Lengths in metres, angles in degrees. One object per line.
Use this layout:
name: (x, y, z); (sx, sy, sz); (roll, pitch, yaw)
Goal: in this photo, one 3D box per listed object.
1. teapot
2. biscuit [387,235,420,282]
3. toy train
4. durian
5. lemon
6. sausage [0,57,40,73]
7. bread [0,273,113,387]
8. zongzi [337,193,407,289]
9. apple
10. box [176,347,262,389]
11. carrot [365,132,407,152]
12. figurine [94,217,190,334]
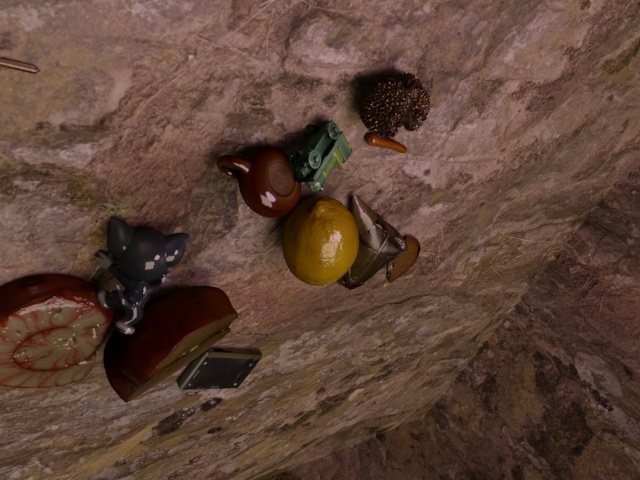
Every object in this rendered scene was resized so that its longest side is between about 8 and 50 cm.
teapot: (-0.154, -0.147, 1.177); (0.252, 0.178, 0.135); (23, 153, -39)
biscuit: (0.315, 0.075, 1.858); (0.176, 0.031, 0.228); (10, 124, -43)
toy train: (0.002, -0.213, 1.200); (0.132, 0.083, 0.200); (56, 52, -36)
durian: (0.196, -0.349, 1.200); (0.196, 0.167, 0.196); (-39, 178, -2)
lemon: (0.000, 0.004, 1.373); (0.236, 0.235, 0.263); (-3, 148, -36)
sausage: (-0.536, -0.302, 0.803); (0.100, 0.015, 0.015); (2, 128, -40)
bread: (-0.686, 0.230, 1.163); (0.295, 0.114, 0.327); (10, 124, -42)
zongzi: (0.105, 0.011, 1.566); (0.274, 0.145, 0.300); (-42, 126, 15)
apple: (-0.404, 0.284, 1.301); (0.365, 0.329, 0.295); (-33, 120, -33)
box: (-0.366, 0.477, 1.729); (0.270, 0.045, 0.210); (20, 114, -48)
carrot: (0.204, -0.284, 1.390); (0.190, 0.037, 0.037); (4, 127, -42)
figurine: (-0.457, 0.083, 1.136); (0.193, 0.265, 0.140); (22, 155, -15)
